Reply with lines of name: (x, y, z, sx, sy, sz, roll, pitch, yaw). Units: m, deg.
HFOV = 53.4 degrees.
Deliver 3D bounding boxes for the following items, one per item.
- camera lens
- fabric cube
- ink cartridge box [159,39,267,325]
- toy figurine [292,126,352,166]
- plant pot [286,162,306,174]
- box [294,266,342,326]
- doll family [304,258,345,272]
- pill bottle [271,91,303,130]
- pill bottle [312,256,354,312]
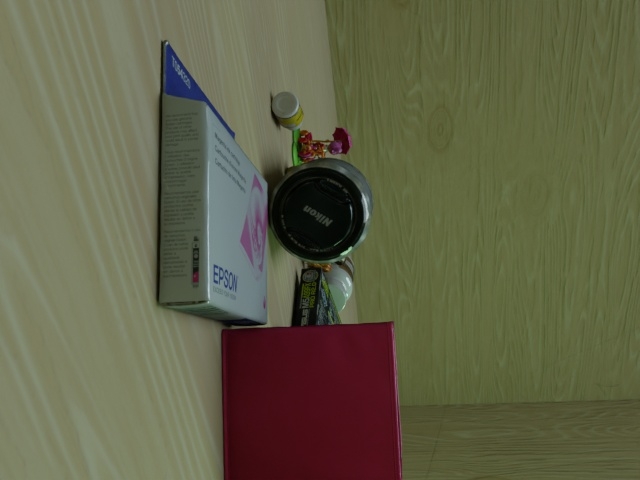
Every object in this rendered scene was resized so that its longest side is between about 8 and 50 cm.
camera lens: (0.009, -0.075, 1.445, 0.274, 0.220, 0.219, -59, 145, -78)
fabric cube: (-0.001, 0.264, 1.039, 0.259, 0.258, 0.254, 44, 42, -80)
ink cartridge box: (-0.135, -0.055, 0.886, 0.324, 0.072, 0.330, 54, 34, -77)
toy figurine: (0.008, -0.269, 1.795, 0.173, 0.159, 0.130, -82, 167, -56)
plant pot: (-0.048, -0.153, 1.626, 0.081, 0.082, 0.083, -55, 129, -79)
box: (0.000, 0.239, 1.694, 0.216, 0.060, 0.270, -85, 162, -45)
doll family: (0.000, 0.000, 1.851, 0.263, 0.118, 0.163, -89, 155, -64)
pill bottle: (-0.075, -0.304, 1.516, 0.116, 0.065, 0.065, 55, 32, -78)
pill bottle: (0.034, 0.127, 1.924, 0.229, 0.131, 0.131, -76, 162, -67)
